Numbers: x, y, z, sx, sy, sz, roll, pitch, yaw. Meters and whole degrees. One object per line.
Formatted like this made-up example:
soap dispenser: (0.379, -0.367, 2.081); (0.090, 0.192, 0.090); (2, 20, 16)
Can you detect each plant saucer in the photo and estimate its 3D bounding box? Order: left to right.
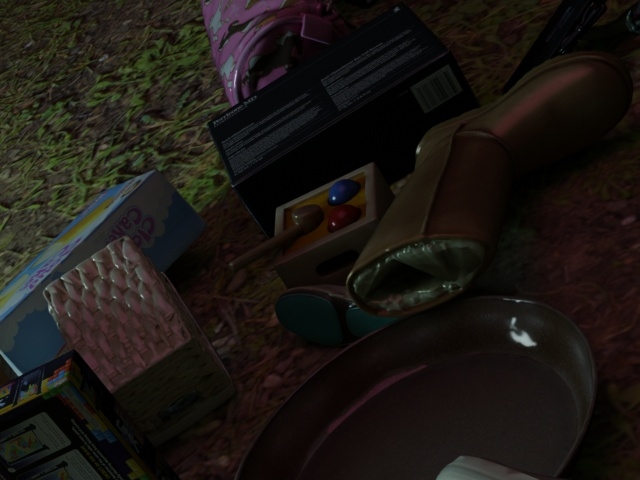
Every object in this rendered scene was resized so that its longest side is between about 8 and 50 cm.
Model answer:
plant saucer: (0.073, 0.163, 1.138); (0.311, 0.050, 0.310); (-24, 29, 14)

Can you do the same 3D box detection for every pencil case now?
pencil case: (-0.058, -0.259, 1.847); (0.167, 0.160, 0.386); (-19, 27, -2)

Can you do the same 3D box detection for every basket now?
basket: (-0.173, 0.093, 1.391); (0.113, 0.103, 0.167); (-34, 51, -4)

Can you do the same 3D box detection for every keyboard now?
keyboard: (0.253, -0.213, 1.518); (0.180, 0.023, 0.108); (-57, 14, 2)

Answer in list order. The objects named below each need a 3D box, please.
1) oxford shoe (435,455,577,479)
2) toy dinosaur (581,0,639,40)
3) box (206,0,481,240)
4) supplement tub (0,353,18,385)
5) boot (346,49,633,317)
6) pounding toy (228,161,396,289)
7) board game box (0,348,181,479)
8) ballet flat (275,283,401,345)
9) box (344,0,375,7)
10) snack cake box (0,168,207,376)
oxford shoe: (0.251, 0.192, 0.783); (0.449, 0.169, 0.130); (11, 53, 44)
toy dinosaur: (0.355, -0.244, 1.505); (0.268, 0.064, 0.118); (-27, 24, 21)
box: (0.023, -0.127, 1.606); (0.261, 0.103, 0.184); (-32, 30, 3)
supplement tub: (-0.327, 0.176, 1.370); (0.144, 0.199, 0.144); (-25, 28, 15)
boot: (0.158, -0.049, 1.315); (0.236, 0.089, 0.269); (-29, 16, 28)
pounding toy: (0.000, 0.000, 1.423); (0.141, 0.100, 0.130); (-25, 28, 15)
board game box: (-0.221, 0.190, 1.268); (0.141, 0.170, 0.048); (-25, 30, 13)
ballet flat: (0.033, 0.066, 1.349); (0.168, 0.057, 0.052); (5, 22, 43)
box: (-0.006, -0.411, 2.022); (0.051, 0.175, 0.220); (-37, 27, -9)
snack cake box: (-0.260, 0.050, 1.593); (0.264, 0.089, 0.152); (-48, 15, -28)
